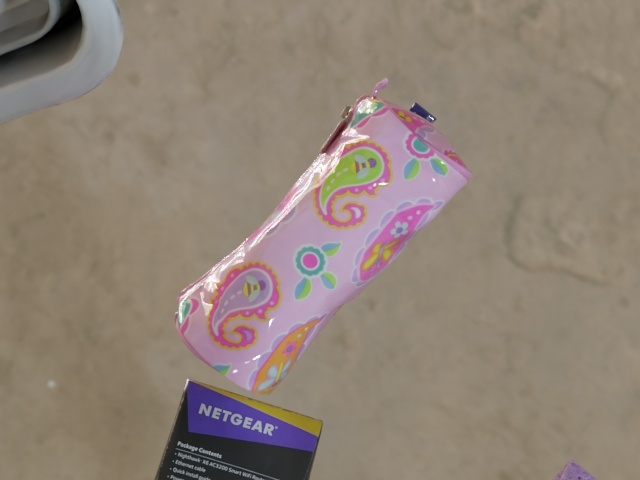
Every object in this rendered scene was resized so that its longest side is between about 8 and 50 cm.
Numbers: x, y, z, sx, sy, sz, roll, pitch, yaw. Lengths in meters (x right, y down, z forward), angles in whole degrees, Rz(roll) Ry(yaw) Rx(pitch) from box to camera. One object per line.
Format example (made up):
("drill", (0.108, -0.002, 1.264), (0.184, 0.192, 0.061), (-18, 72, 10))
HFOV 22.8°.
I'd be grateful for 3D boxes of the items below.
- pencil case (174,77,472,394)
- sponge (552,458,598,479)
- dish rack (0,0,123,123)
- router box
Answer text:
("pencil case", (0.000, 0.000, 1.357), (0.284, 0.124, 0.124), (-48, 64, 7))
("sponge", (0.241, 0.258, 1.137), (0.210, 0.117, 0.031), (39, 119, 4))
("dish rack", (-0.263, -0.140, 0.628), (0.333, 0.285, 0.072), (-14, 43, 29))
("router box", (-0.077, 0.235, 0.937), (0.081, 0.309, 0.242), (17, 74, 2))
